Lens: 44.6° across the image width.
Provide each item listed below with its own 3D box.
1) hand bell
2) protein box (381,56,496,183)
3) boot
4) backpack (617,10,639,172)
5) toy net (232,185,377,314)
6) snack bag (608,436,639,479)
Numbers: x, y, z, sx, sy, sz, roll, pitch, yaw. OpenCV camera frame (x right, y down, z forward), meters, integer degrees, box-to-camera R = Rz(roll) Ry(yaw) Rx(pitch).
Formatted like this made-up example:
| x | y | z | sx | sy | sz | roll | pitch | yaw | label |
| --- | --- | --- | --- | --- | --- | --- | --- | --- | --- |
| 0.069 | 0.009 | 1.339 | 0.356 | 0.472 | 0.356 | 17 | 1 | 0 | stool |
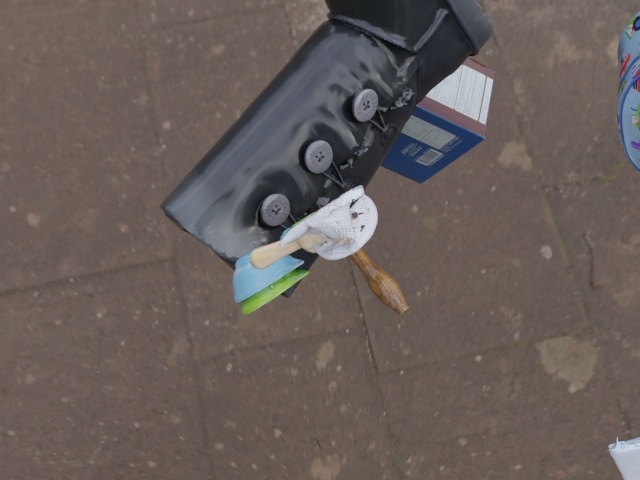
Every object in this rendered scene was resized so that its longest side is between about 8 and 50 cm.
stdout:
| x | y | z | sx | sy | sz | roll | pitch | yaw | label |
| --- | --- | --- | --- | --- | --- | --- | --- | --- | --- |
| 0.058 | 0.020 | 1.246 | 0.126 | 0.126 | 0.242 | -38 | 77 | -12 | hand bell |
| 0.142 | -0.221 | 1.285 | 0.201 | 0.200 | 0.136 | 22 | 65 | -16 | protein box |
| -0.038 | -0.192 | 0.918 | 0.445 | 0.367 | 0.146 | -49 | 32 | 1 | boot |
| 0.280 | -0.087 | 0.527 | 0.173 | 0.158 | 0.117 | 13 | 56 | 36 | backpack |
| 0.000 | 0.000 | 0.619 | 0.122 | 0.232 | 0.045 | -32 | 92 | -24 | toy net |
| 0.734 | 0.463 | 1.401 | 0.323 | 0.037 | 0.343 | -21 | 109 | 24 | snack bag |
